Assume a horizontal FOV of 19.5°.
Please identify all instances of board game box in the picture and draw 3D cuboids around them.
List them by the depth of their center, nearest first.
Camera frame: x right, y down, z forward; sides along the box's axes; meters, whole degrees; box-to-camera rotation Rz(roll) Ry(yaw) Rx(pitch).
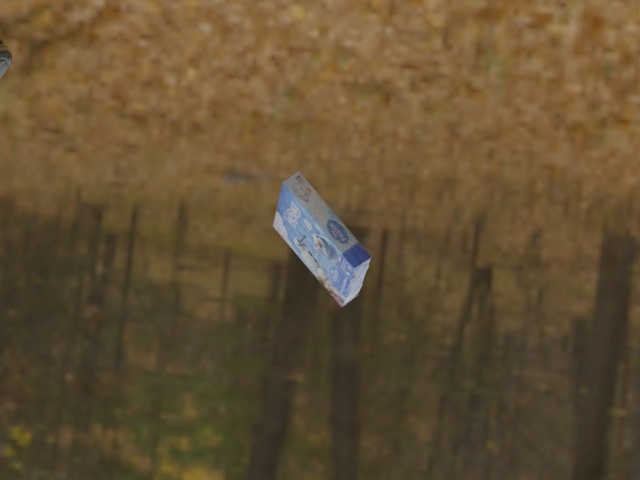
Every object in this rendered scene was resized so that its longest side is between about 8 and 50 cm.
[{"bbox_3d":[0.000,0.000,1.463,0.020,0.090,0.090,-35,166,-18],"label":"board game box"}]

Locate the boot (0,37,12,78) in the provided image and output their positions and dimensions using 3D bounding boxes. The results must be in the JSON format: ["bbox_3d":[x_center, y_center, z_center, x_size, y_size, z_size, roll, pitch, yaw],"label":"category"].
[{"bbox_3d":[-0.460,-0.227,2.110,0.236,0.179,0.085,-28,169,38],"label":"boot"}]
